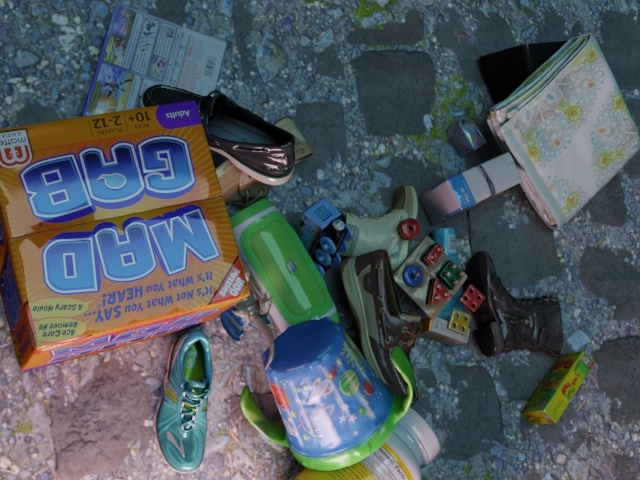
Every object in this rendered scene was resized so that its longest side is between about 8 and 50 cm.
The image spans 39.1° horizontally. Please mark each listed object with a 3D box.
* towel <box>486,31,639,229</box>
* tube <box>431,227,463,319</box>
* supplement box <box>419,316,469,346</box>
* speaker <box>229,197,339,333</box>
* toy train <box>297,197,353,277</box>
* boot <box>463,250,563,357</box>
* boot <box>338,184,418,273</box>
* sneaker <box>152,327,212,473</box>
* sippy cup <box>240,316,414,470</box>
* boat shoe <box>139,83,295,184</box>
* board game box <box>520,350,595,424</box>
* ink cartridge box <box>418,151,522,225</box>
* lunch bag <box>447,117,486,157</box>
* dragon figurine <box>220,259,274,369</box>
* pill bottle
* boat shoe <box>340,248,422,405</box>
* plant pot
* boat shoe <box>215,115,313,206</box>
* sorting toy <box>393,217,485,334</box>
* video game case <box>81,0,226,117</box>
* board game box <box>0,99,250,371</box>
[{"bbox_3d":[0.585,-0.253,2.120,0.320,0.090,0.374,-41,122,-7],"label":"towel"},{"bbox_3d":[0.285,0.077,2.041,0.080,0.052,0.207,0,82,-18],"label":"tube"},{"bbox_3d":[0.271,0.201,1.993,0.098,0.062,0.036,20,68,-18],"label":"supplement box"},{"bbox_3d":[-0.080,0.066,1.846,0.131,0.131,0.296,-31,90,-26],"label":"speaker"},{"bbox_3d":[0.000,0.000,1.873,0.105,0.184,0.080,44,57,14],"label":"toy train"},{"bbox_3d":[0.454,0.149,2.081,0.229,0.091,0.263,-3,82,-29],"label":"boot"},{"bbox_3d":[0.121,-0.044,1.988,0.165,0.077,0.213,18,71,-15],"label":"boot"},{"bbox_3d":[-0.256,0.303,1.721,0.107,0.110,0.275,6,75,-21],"label":"sneaker"},{"bbox_3d":[0.006,0.279,1.731,0.305,0.240,0.224,-32,115,-13],"label":"sippy cup"},{"bbox_3d":[-0.197,-0.235,1.770,0.340,0.113,0.127,33,51,7],"label":"boat shoe"},{"bbox_3d":[0.541,0.336,2.054,0.043,0.092,0.181,44,65,-6],"label":"board game box"},{"bbox_3d":[0.342,-0.119,2.061,0.191,0.139,0.082,-23,85,-26],"label":"ink cartridge box"},{"bbox_3d":[0.343,-0.248,2.133,0.053,0.071,0.083,-35,91,-25],"label":"lunch bag"},{"bbox_3d":[-0.149,0.137,1.761,0.085,0.144,0.289,-26,65,-22],"label":"dragon figurine"},{"bbox_3d":[0.075,0.477,1.771,0.334,0.188,0.188,-38,93,-27],"label":"pill bottle"},{"bbox_3d":[0.153,0.184,1.888,0.123,0.123,0.342,-3,74,-68],"label":"boat shoe"},{"bbox_3d":[0.521,-0.385,2.190,0.188,0.187,0.167,-8,94,-25],"label":"plant pot"},{"bbox_3d":[-0.149,-0.130,1.870,0.341,0.121,0.110,-41,94,-27],"label":"boat shoe"},{"bbox_3d":[0.249,0.084,1.946,0.274,0.046,0.132,45,69,-8],"label":"sorting toy"},{"bbox_3d":[-0.344,-0.328,1.872,0.244,0.061,0.269,18,70,-19],"label":"video game case"},{"bbox_3d":[-0.385,0.001,1.606,0.356,0.356,0.356,-13,82,-25],"label":"board game box"}]
